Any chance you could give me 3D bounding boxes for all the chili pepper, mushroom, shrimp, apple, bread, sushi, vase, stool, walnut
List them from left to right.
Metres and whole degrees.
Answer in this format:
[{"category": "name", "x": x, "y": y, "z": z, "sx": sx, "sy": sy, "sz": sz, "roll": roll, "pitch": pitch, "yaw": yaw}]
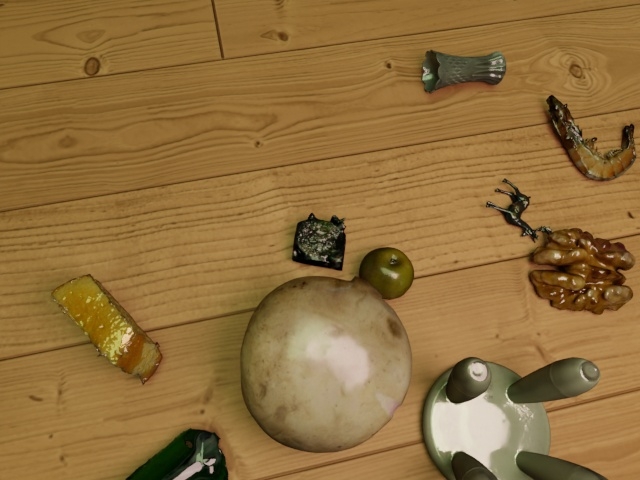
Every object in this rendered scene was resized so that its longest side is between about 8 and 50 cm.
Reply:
[{"category": "bread", "x": -0.311, "y": 0.126, "z": 0.715, "sx": 0.065, "sy": 0.103, "sz": 0.187, "roll": -41, "pitch": 73, "yaw": -17}, {"category": "chili pepper", "x": -0.217, "y": 0.346, "z": 0.640, "sx": 0.216, "sy": 0.062, "sz": 0.108, "roll": -31, "pitch": 73, "yaw": -37}, {"category": "sushi", "x": 0.000, "y": 0.000, "z": 0.804, "sx": 0.083, "sy": 0.056, "sz": 0.084, "roll": 5, "pitch": 72, "yaw": 6}, {"category": "mushroom", "x": 0.010, "y": 0.165, "z": 0.677, "sx": 0.255, "sy": 0.184, "sz": 0.254, "roll": 2, "pitch": 68, "yaw": -4}, {"category": "apple", "x": 0.108, "y": 0.051, "z": 0.781, "sx": 0.090, "sy": 0.074, "sz": 0.089, "roll": 6, "pitch": 50, "yaw": -8}, {"category": "vase", "x": 0.278, "y": -0.327, "z": 0.925, "sx": 0.149, "sy": 0.081, "sz": 0.081, "roll": -6, "pitch": 71, "yaw": -10}, {"category": "stool", "x": 0.259, "y": 0.254, "z": 0.655, "sx": 0.195, "sy": 0.198, "sz": 0.195, "roll": 2, "pitch": 70, "yaw": -5}, {"category": "walnut", "x": 0.442, "y": 0.049, "z": 0.800, "sx": 0.170, "sy": 0.069, "sz": 0.142, "roll": 7, "pitch": 84, "yaw": 0}, {"category": "shrimp", "x": 0.521, "y": -0.208, "z": 0.914, "sx": 0.148, "sy": 0.035, "sz": 0.195, "roll": -26, "pitch": 81, "yaw": -9}]

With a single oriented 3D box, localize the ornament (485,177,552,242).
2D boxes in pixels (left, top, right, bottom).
[{"category": "ornament", "x": 0.360, "y": -0.048, "z": 0.855, "sx": 0.125, "sy": 0.028, "sz": 0.073, "roll": 37, "pitch": 73, "yaw": 11}]
